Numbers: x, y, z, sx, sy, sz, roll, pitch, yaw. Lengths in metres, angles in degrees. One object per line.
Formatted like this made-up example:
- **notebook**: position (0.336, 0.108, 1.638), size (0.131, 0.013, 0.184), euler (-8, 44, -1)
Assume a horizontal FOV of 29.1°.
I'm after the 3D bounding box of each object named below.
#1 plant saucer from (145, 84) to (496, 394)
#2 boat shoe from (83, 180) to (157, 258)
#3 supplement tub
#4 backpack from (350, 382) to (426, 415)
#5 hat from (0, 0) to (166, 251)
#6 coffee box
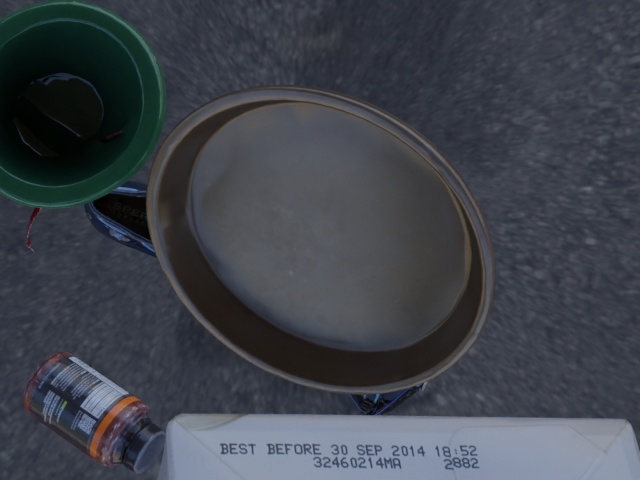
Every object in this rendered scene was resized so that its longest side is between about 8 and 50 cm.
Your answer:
- **plant saucer**: position (0.000, 0.000, 0.936), size (0.277, 0.041, 0.278), euler (11, 128, 15)
- **boat shoe**: position (-0.139, 0.001, 1.357), size (0.258, 0.089, 0.109), euler (10, 90, -3)
- **supplement tub**: position (-0.314, 0.247, 1.734), size (0.198, 0.106, 0.106), euler (31, 92, 18)
- **backpack**: position (0.099, 0.132, 1.659), size (0.173, 0.117, 0.158), euler (-42, 71, 18)
- **hat**: position (-0.235, -0.111, 1.128), size (0.208, 0.183, 0.173), euler (-30, 93, -1)
- **coffee box**: position (0.005, 0.191, 0.496), size (0.168, 0.297, 0.119), euler (2, 53, -13)
